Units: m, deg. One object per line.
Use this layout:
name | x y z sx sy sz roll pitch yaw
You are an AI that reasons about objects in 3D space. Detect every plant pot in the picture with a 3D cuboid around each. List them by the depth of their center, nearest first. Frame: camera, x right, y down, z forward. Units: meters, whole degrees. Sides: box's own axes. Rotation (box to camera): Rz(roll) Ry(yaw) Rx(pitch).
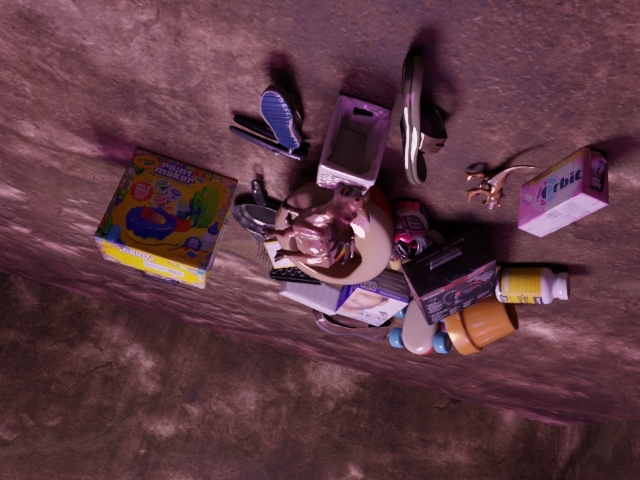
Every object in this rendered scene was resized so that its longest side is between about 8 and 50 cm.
plant pot | 0.530 0.251 1.630 0.188 0.205 0.205 -23 138 30

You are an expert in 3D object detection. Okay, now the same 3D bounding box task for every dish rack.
dish rack | -0.115 0.060 1.706 0.208 0.074 0.271 3 152 21

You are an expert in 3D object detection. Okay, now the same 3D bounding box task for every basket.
basket | 0.061 -0.181 0.987 0.113 0.167 0.103 17 160 -4

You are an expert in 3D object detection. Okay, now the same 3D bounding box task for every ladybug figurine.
ladybug figurine | 0.045 -0.035 1.272 0.305 0.162 0.449 32 153 -5

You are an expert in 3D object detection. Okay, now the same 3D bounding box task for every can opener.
can opener | -0.114 -0.224 1.117 0.186 0.059 0.073 19 156 -9

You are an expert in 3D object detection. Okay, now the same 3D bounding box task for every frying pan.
frying pan | -0.189 -0.095 1.445 0.197 0.053 0.326 3 151 25

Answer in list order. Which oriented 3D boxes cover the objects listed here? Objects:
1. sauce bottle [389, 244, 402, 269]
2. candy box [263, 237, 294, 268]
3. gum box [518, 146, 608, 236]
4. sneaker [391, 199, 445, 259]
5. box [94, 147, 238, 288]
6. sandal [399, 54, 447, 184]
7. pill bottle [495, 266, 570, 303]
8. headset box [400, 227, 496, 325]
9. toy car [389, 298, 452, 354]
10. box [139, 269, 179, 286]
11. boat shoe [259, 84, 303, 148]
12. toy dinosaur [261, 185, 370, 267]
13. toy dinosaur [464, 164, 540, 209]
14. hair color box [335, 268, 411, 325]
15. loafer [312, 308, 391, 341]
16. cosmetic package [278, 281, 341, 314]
sauce bottle | 0.225 0.048 1.529 0.042 0.042 0.128 6 152 19
candy box | -0.068 0.031 1.581 0.206 0.027 0.105 -7 119 20
gum box | 0.484 -0.094 0.997 0.062 0.107 0.188 20 155 -12
sneaker | 0.254 0.011 1.347 0.121 0.112 0.299 -1 152 32
box | -0.413 -0.056 1.381 0.290 0.279 0.177 18 156 -7
sandal | 0.193 -0.205 0.926 0.086 0.120 0.302 -4 152 8
pill bottle | 0.597 0.126 1.408 0.184 0.103 0.103 -2 151 34
headset box | 0.350 0.101 1.349 0.218 0.110 0.293 -28 150 5
toy car | 0.413 0.322 1.838 0.219 0.210 0.238 -3 163 42
box | -0.572 0.035 1.799 0.143 0.165 0.270 15 156 0
boat shoe | -0.075 -0.260 1.007 0.066 0.066 0.183 12 161 11
toy dinosaur | 0.000 0.000 1.073 0.200 0.127 0.295 16 156 11
toy dinosaur | 0.371 -0.128 1.066 0.112 0.064 0.211 -6 163 3
hair color box | 0.184 0.202 1.803 0.185 0.110 0.339 18 154 -4
loafer | 0.140 0.317 2.080 0.366 0.133 0.130 15 134 -25
cosmetic package | -0.037 0.202 1.935 0.239 0.098 0.060 27 153 -23
